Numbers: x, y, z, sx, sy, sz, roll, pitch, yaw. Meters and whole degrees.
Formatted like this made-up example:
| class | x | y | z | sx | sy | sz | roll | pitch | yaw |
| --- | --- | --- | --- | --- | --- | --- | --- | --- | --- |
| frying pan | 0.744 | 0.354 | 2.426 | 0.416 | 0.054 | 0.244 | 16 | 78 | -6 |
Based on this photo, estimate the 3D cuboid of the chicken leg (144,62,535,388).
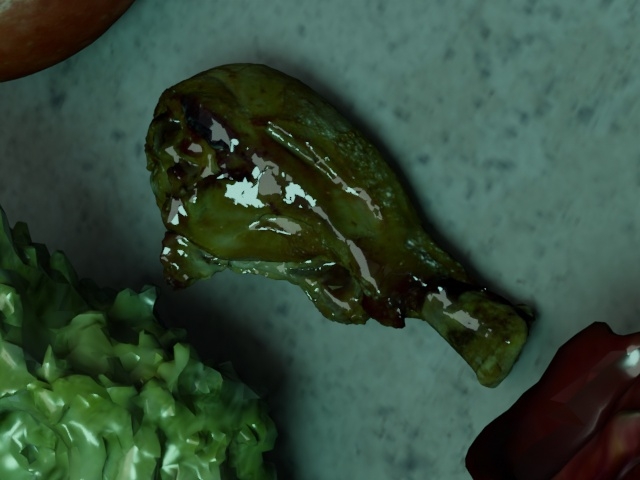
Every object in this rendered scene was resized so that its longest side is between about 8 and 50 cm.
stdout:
| class | x | y | z | sx | sy | sz | roll | pitch | yaw |
| --- | --- | --- | --- | --- | --- | --- | --- | --- | --- |
| chicken leg | 0.000 | 0.000 | 0.639 | 0.178 | 0.070 | 0.093 | 34 | 84 | 20 |

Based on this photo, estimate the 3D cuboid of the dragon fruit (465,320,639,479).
| class | x | y | z | sx | sy | sz | roll | pitch | yaw |
| --- | --- | --- | --- | --- | --- | --- | --- | --- | --- |
| dragon fruit | 0.221 | 0.122 | 0.449 | 0.329 | 0.286 | 0.228 | 21 | 143 | 58 |

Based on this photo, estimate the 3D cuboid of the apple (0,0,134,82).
| class | x | y | z | sx | sy | sz | roll | pitch | yaw |
| --- | --- | --- | --- | --- | --- | --- | --- | --- | --- |
| apple | -0.164 | -0.161 | 0.700 | 0.209 | 0.164 | 0.209 | 0 | 89 | 36 |

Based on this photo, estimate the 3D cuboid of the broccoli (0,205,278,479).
| class | x | y | z | sx | sy | sz | roll | pitch | yaw |
| --- | --- | --- | --- | --- | --- | --- | --- | --- | --- |
| broccoli | -0.173 | 0.124 | 0.567 | 0.353 | 0.397 | 0.275 | 42 | 112 | 39 |
